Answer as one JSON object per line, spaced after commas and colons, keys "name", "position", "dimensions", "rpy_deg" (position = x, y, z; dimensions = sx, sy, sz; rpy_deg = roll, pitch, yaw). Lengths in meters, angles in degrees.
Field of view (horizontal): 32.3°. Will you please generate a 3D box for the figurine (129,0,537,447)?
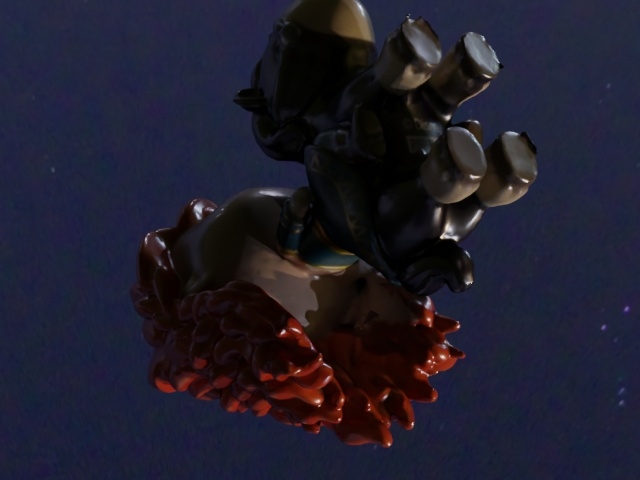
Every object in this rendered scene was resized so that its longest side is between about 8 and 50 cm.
{"name": "figurine", "position": [0.000, -0.011, 0.920], "dimensions": [0.306, 0.412, 0.241], "rpy_deg": [36, -148, 25]}
